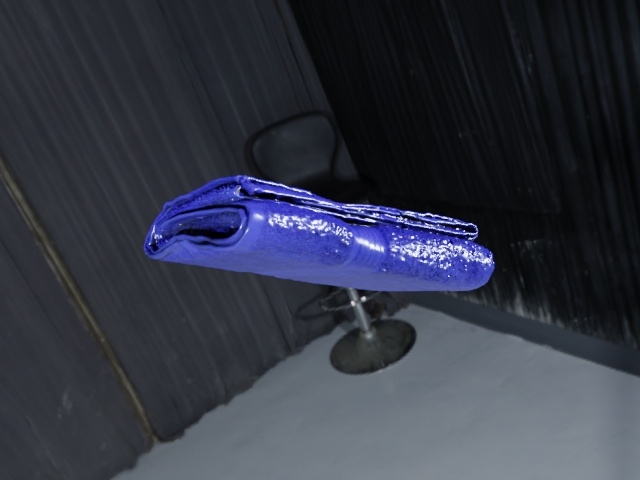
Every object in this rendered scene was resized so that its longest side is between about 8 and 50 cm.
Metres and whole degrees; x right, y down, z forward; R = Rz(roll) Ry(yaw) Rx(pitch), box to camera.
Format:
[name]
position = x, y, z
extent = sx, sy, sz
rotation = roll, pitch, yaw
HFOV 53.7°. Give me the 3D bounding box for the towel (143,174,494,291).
[towel]
position = 0.000, 0.000, 0.657
extent = 0.308, 0.076, 0.228
rotation = 11, -9, -34
